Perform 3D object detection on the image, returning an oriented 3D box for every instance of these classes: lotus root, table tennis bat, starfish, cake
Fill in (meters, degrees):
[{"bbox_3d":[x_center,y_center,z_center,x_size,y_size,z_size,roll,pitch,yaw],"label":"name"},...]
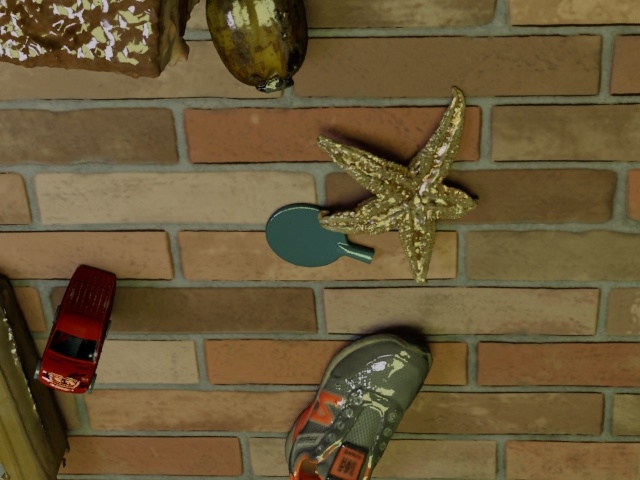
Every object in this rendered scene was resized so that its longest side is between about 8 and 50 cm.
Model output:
[{"bbox_3d":[-0.077,-0.269,1.704,0.120,0.120,0.209,-6,128,10],"label":"lotus root"},{"bbox_3d":[0.000,0.000,1.959,0.155,0.019,0.100,17,123,-7],"label":"table tennis bat"},{"bbox_3d":[0.101,-0.074,1.871,0.231,0.048,0.295,9,123,-5],"label":"starfish"},{"bbox_3d":[-0.252,-0.354,1.550,0.256,0.290,0.282,5,124,-1],"label":"cake"}]

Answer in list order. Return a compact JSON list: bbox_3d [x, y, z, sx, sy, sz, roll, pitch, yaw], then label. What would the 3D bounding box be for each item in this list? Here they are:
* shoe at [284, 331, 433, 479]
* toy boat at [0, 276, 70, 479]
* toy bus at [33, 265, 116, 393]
[{"bbox_3d":[0.044,0.281,2.072,0.132,0.171,0.336,26,125,-14],"label":"shoe"},{"bbox_3d":[-0.495,0.204,2.098,0.162,0.136,0.445,-9,121,6],"label":"toy boat"},{"bbox_3d":[-0.334,0.126,1.972,0.081,0.195,0.089,17,123,-8],"label":"toy bus"}]
